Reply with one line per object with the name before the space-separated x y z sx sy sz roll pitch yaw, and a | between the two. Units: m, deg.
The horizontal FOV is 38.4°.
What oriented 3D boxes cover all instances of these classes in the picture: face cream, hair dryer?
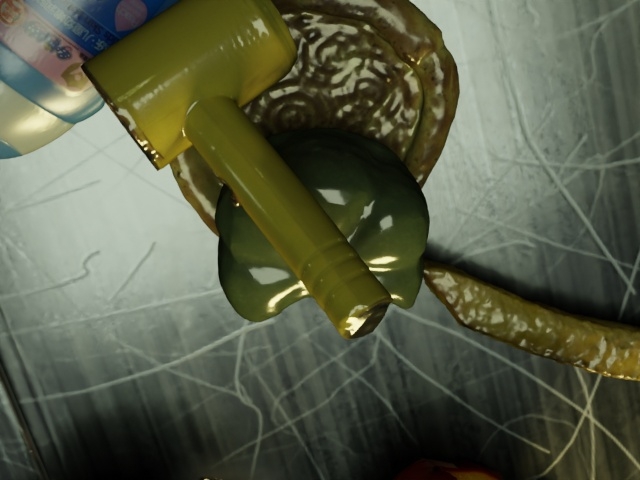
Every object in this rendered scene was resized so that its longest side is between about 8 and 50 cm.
face cream | -0.197 -0.172 0.685 0.149 0.083 0.264 39 101 -20
hair dryer | -0.037 -0.056 0.626 0.135 0.090 0.279 -35 67 -7

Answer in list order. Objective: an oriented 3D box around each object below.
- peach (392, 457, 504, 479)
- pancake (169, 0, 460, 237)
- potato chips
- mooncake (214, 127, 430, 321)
peach | 0.147 0.279 0.791 0.226 0.196 0.190 -18 119 27
pancake | -0.015 -0.101 0.749 0.249 0.031 0.250 -1 111 -2
potato chips | 0.266 0.086 0.818 0.406 0.057 0.080 12 106 -8
mooncake | 0.000 0.000 0.721 0.175 0.104 0.168 -33 118 14
